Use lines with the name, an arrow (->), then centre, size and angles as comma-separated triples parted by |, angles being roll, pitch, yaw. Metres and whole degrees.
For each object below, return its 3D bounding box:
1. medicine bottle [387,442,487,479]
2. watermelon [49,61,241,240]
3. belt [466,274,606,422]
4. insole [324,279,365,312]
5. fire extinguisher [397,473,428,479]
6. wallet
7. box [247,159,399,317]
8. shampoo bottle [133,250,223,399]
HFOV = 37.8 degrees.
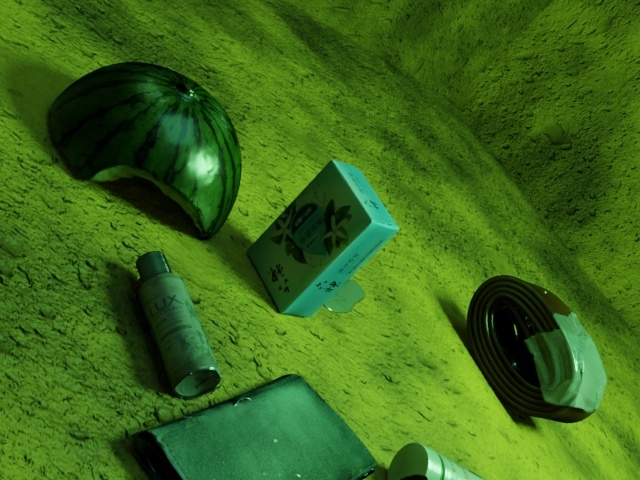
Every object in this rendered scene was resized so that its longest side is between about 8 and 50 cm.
medicine bottle -> 0.194, 0.379, 1.416 | 0.183, 0.086, 0.086 | 34, 24, -30
watermelon -> -0.243, -0.173, 1.494 | 0.331, 0.189, 0.331 | 42, 24, -23
belt -> 0.451, 0.230, 1.971 | 0.122, 0.217, 0.339 | 18, 36, -49
insole -> 0.044, 0.103, 1.749 | 0.064, 0.004, 0.188 | 50, 22, 9
fire extinguisher -> -0.039, 0.353, 0.901 | 0.376, 0.200, 0.113 | -43, 122, -53
wallet -> -0.067, 0.272, 1.184 | 0.191, 0.046, 0.379 | 50, 22, 15
box -> 0.000, 0.000, 1.541 | 0.083, 0.232, 0.142 | 15, 36, -51
shampoo bottle -> -0.194, 0.105, 1.228 | 0.072, 0.072, 0.214 | 21, 32, -46
